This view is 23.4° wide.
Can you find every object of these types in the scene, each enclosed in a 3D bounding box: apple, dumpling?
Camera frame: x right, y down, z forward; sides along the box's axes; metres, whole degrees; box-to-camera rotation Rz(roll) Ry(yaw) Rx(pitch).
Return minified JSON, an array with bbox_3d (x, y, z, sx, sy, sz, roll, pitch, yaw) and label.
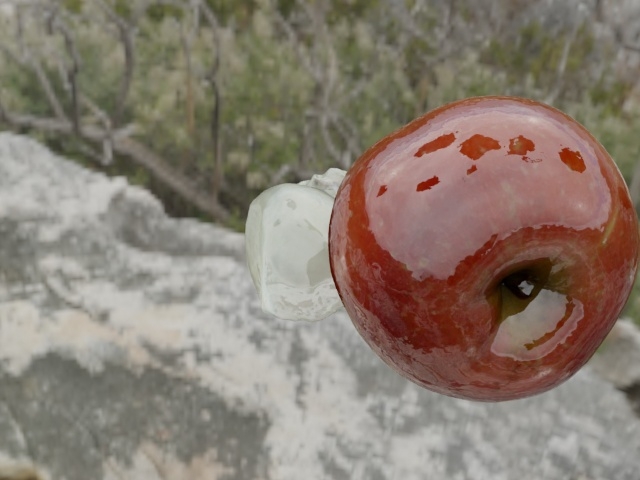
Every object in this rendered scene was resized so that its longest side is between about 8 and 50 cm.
[{"bbox_3d":[0.138,0.006,1.304,0.261,0.260,0.216,-7,26,-11],"label":"apple"},{"bbox_3d":[0.000,0.000,1.520,0.151,0.124,0.229,-15,40,1],"label":"dumpling"}]
